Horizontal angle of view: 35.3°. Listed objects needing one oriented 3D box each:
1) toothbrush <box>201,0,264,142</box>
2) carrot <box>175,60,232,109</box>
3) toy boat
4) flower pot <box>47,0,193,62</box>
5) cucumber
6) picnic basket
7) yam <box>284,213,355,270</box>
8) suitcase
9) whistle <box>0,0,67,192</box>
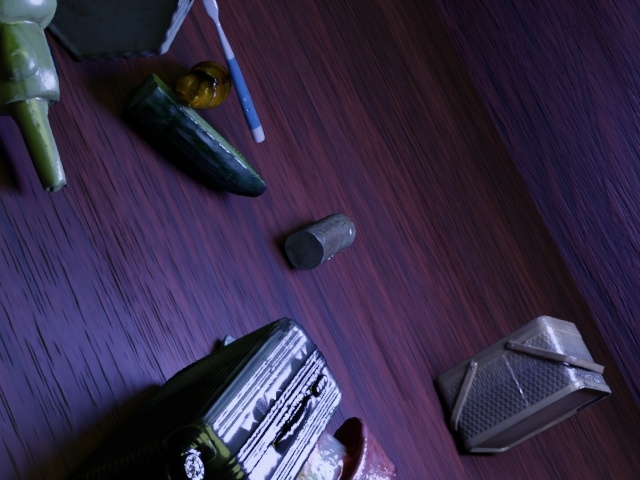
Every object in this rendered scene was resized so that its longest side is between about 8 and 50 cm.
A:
[{"bbox_3d":[-0.125,-0.248,1.441,0.275,0.019,0.025,71,-3,-45],"label":"toothbrush"},{"bbox_3d":[-0.165,-0.218,1.415,0.070,0.070,0.260,56,5,-10],"label":"carrot"},{"bbox_3d":[-0.038,0.241,1.255,0.282,0.096,0.206,48,38,-6],"label":"toy boat"},{"bbox_3d":[-0.259,-0.367,1.304,0.209,0.239,0.189,24,35,-9],"label":"flower pot"},{"bbox_3d":[-0.168,-0.131,1.394,0.244,0.063,0.115,41,7,-31],"label":"cucumber"},{"bbox_3d":[0.350,0.253,1.740,0.165,0.267,0.139,17,44,-53],"label":"picnic basket"},{"bbox_3d":[0.000,0.000,1.579,0.068,0.068,0.169,61,21,0],"label":"yam"},{"bbox_3d":[-0.110,0.203,1.000,0.128,0.202,0.312,58,26,-6],"label":"suitcase"},{"bbox_3d":[-0.351,-0.197,1.094,0.141,0.141,0.294,7,75,-60],"label":"whistle"}]
